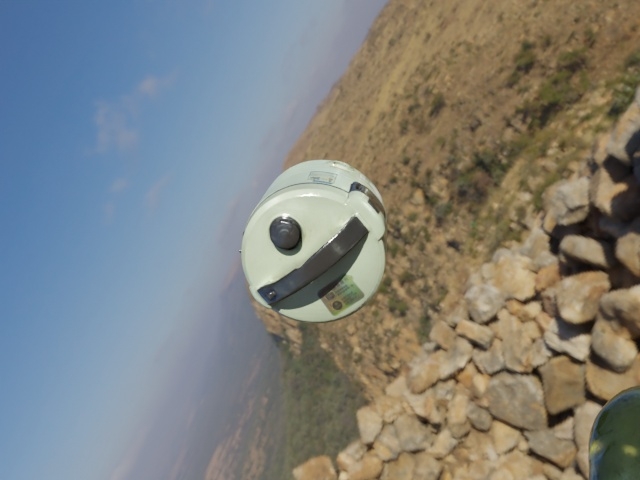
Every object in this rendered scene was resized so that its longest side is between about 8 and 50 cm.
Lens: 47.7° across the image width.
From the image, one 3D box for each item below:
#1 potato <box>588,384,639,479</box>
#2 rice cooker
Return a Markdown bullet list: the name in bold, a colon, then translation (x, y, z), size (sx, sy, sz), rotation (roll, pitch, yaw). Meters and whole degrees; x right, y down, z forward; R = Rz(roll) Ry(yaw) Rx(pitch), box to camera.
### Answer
- **potato**: translation (0.340, 0.254, 0.659), size (0.148, 0.197, 0.228), rotation (118, 166, -59)
- **rice cooker**: translation (0.000, 0.000, 1.095), size (0.226, 0.226, 0.244), rotation (-61, 2, 19)
